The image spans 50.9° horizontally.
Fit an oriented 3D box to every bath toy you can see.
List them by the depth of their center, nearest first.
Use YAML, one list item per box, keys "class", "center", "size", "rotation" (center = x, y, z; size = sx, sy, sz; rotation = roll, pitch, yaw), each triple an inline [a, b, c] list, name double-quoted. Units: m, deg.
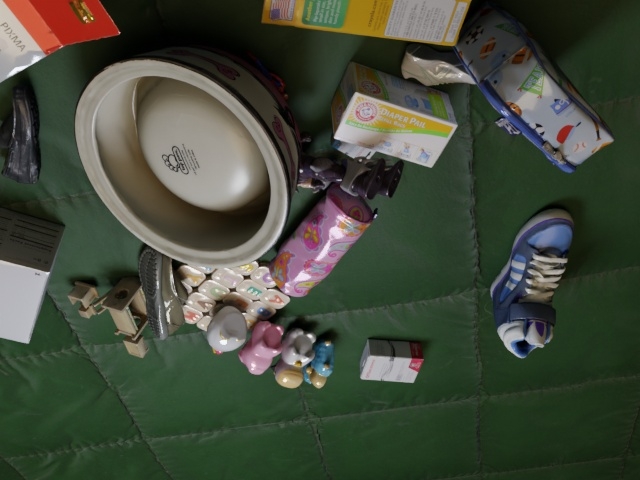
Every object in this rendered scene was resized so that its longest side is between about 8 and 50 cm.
- class: "bath toy"
  center: [-0.137, 0.274, 1.688]
  size: [0.348, 0.151, 0.129]
  rotation: [24, 153, -28]

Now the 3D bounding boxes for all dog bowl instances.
- class: "dog bowl"
  center: [-0.214, -0.154, 1.183]
  size: [0.408, 0.150, 0.408]
  rotation: [13, 130, 16]

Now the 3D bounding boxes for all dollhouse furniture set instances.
- class: "dollhouse furniture set"
  center: [-0.493, 0.172, 1.629]
  size: [0.161, 0.101, 0.182]
  rotation: [13, 138, 19]

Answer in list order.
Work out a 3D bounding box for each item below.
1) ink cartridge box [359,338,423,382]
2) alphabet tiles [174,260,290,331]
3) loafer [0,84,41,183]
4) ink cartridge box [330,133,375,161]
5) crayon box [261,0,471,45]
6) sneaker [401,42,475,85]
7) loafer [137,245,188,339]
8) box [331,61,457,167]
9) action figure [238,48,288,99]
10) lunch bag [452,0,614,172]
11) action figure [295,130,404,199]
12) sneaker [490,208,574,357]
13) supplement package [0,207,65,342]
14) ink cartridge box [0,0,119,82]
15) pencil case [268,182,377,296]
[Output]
- class: "ink cartridge box"
  center: [0.188, 0.324, 1.809]
  size: [0.150, 0.063, 0.109]
  rotation: [6, 134, -8]
- class: "alphabet tiles"
  center: [-0.228, 0.130, 1.628]
  size: [0.278, 0.021, 0.284]
  rotation: [31, 125, -29]
- class: "loafer"
  center: [-0.567, -0.193, 1.256]
  size: [0.078, 0.076, 0.223]
  rotation: [4, 138, -18]
- class: "ink cartridge box"
  center: [0.067, -0.192, 1.326]
  size: [0.083, 0.028, 0.048]
  rotation: [25, 128, -25]
- class: "crayon box"
  center: [0.079, -0.422, 1.028]
  size: [0.323, 0.083, 0.203]
  rotation: [3, 139, -11]
- class: "sneaker"
  center: [0.217, -0.307, 1.213]
  size: [0.152, 0.053, 0.061]
  rotation: [14, 141, -8]
- class: "loafer"
  center: [-0.358, 0.111, 1.557]
  size: [0.087, 0.094, 0.251]
  rotation: [-22, 131, -35]
- class: "box"
  center: [0.131, -0.230, 1.234]
  size: [0.203, 0.114, 0.103]
  rotation: [15, 131, -15]
- class: "action figure"
  center: [-0.100, -0.294, 1.219]
  size: [0.038, 0.030, 0.115]
  rotation: [-37, 127, 22]
- class: "lunch bag"
  center: [0.344, -0.248, 1.097]
  size: [0.243, 0.303, 0.115]
  rotation: [32, 121, -30]
- class: "action figure"
  center: [0.005, -0.138, 1.284]
  size: [0.285, 0.099, 0.185]
  rotation: [14, 176, 30]
- class: "sneaker"
  center: [0.494, 0.117, 1.505]
  size: [0.130, 0.236, 0.323]
  rotation: [10, 133, -12]
- class: "supplement package"
  center: [-0.698, 0.073, 1.460]
  size: [0.204, 0.145, 0.262]
  rotation: [18, 130, -19]
- class: "ink cartridge box"
  center: [-0.530, -0.375, 0.980]
  size: [0.385, 0.091, 0.308]
  rotation: [0, 139, 31]
- class: "pencil case"
  center: [0.000, 0.000, 1.451]
  size: [0.124, 0.124, 0.284]
  rotation: [22, 128, -23]
